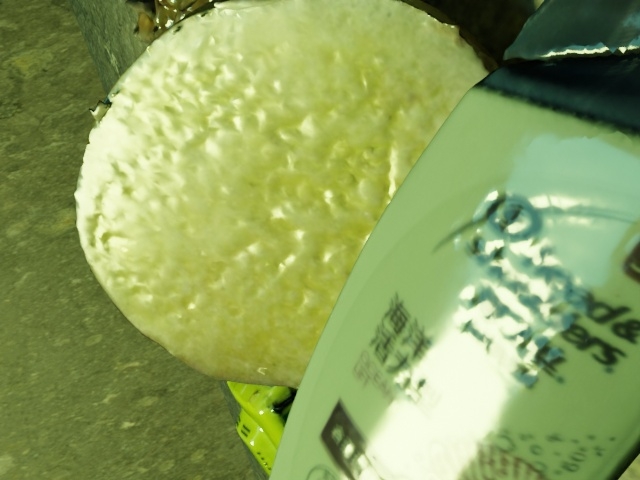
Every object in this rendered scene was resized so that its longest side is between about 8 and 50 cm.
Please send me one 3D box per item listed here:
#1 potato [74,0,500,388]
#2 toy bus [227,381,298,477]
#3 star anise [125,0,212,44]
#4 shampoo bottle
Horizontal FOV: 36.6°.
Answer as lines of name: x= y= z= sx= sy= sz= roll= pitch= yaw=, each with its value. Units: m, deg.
potato: x=-0.012 y=-0.045 z=0.583 sx=0.239 sy=0.299 sz=0.116 roll=36 pitch=-145 yaw=-16
toy bus: x=0.048 y=0.165 z=0.720 sx=0.262 sy=0.150 sz=0.128 roll=56 pitch=169 yaw=-13
star anise: x=-0.068 y=-0.171 z=0.742 sx=0.332 sy=0.118 sz=0.331 roll=26 pitch=122 yaw=52
shampoo bottle: x=0.066 y=0.047 z=0.388 sx=0.134 sy=0.078 sz=0.359 roll=41 pitch=128 yaw=23
